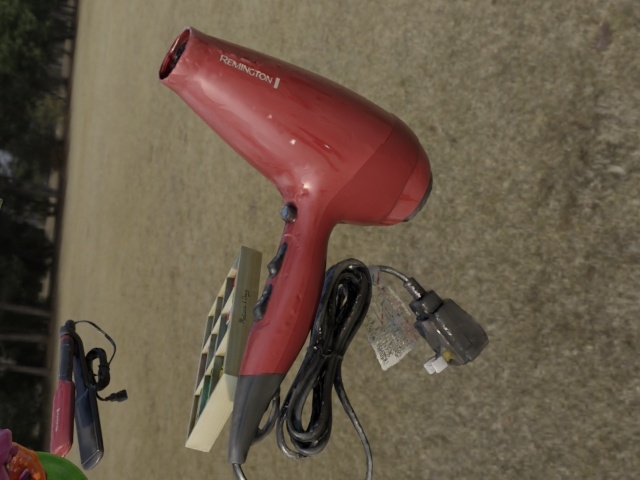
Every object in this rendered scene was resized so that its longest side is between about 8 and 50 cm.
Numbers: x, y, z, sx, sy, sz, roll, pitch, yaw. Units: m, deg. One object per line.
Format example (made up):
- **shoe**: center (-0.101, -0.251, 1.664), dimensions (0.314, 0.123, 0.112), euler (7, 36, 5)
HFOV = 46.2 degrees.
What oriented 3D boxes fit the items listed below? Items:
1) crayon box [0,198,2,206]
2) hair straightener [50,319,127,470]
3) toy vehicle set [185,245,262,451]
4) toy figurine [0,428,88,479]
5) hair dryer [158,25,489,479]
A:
- **crayon box**: center (-0.326, 0.018, 0.462), dimensions (0.278, 0.165, 0.081), euler (-109, 39, -71)
- **hair straightener**: center (-0.286, 0.182, 0.922), dimensions (0.047, 0.089, 0.230), euler (-48, 38, 18)
- **toy vehicle set**: center (-0.138, 0.151, 1.098), dimensions (0.266, 0.035, 0.166), euler (-90, 24, -53)
- **toy figurine**: center (-0.160, 0.140, 0.332), dimensions (0.173, 0.130, 0.159), euler (-62, -3, -42)
- **hair dryer**: center (0.000, 0.000, 0.454), dimensions (0.080, 0.224, 0.293), euler (-23, 98, 45)
